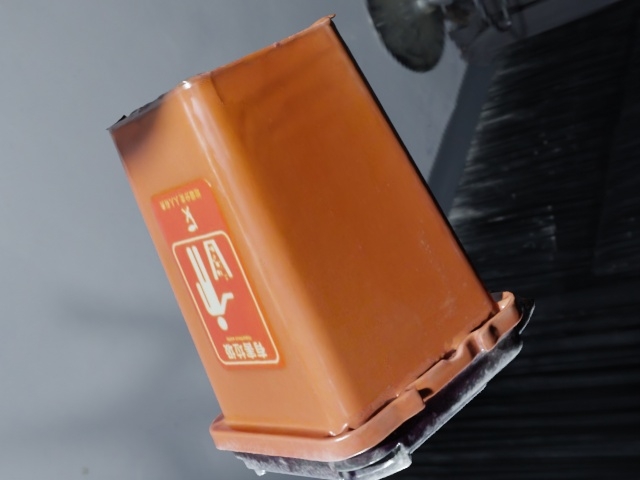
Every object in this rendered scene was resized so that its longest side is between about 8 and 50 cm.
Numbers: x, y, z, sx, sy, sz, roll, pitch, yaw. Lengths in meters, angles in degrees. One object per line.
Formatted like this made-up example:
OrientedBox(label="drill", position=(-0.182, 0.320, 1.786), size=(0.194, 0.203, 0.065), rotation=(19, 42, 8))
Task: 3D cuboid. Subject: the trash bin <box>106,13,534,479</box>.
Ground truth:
OrientedBox(label="trash bin", position=(0.000, 0.000, 0.536), size=(0.184, 0.161, 0.239), rotation=(-30, 100, -35))
